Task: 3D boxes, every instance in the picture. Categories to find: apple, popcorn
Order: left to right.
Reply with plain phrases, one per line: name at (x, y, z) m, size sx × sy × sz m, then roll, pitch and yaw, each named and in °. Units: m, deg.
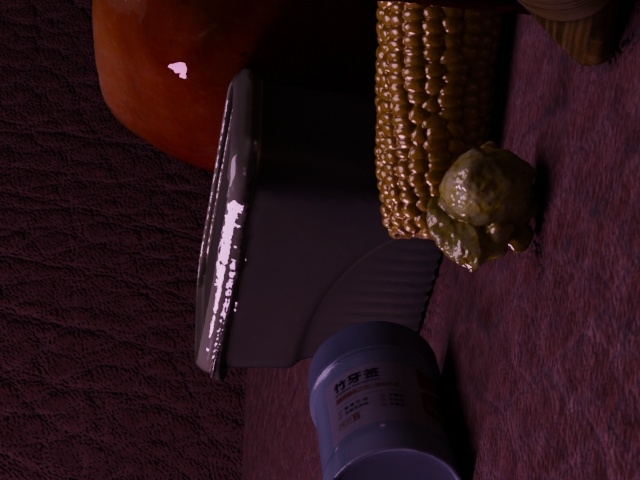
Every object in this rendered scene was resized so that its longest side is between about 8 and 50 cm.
apple at (-0.051, -0.231, 1.510) m, size 0.365 × 0.295 × 0.328 m, roll 30°, pitch -131°, yaw -75°
popcorn at (0.097, -0.021, 1.088) m, size 0.068 × 0.059 × 0.083 m, roll 43°, pitch -112°, yaw -45°

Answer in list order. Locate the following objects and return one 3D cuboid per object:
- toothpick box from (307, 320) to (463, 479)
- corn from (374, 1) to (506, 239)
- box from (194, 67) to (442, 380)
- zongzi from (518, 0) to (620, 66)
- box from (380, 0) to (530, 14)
toothpick box at (0.046, 0.140, 1.281) m, size 0.153 × 0.101 × 0.101 m, roll -100°, pitch 16°, yaw -58°
corn at (0.081, -0.128, 1.228) m, size 0.091 × 0.091 × 0.260 m, roll -72°, pitch -13°, yaw -83°
box at (0.000, 0.000, 1.421) m, size 0.274 × 0.178 × 0.138 m, roll 103°, pitch 170°, yaw -50°
zongzi at (0.039, -0.195, 0.859) m, size 0.288 × 0.286 × 0.134 m, roll 94°, pitch -179°, yaw -51°
box at (0.049, -0.310, 0.909) m, size 0.415 × 0.264 × 0.116 m, roll 101°, pitch 169°, yaw -46°
